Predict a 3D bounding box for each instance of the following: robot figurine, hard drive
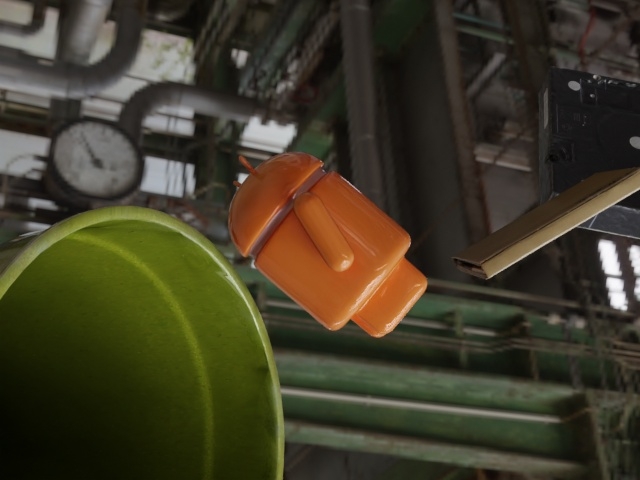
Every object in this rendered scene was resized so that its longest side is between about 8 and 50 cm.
[{"bbox_3d":[0.000,-0.001,1.070,0.128,0.219,0.158,-52,176,28],"label":"robot figurine"},{"bbox_3d":[0.457,-0.100,1.436,0.064,0.338,0.237,103,-5,-52],"label":"hard drive"}]

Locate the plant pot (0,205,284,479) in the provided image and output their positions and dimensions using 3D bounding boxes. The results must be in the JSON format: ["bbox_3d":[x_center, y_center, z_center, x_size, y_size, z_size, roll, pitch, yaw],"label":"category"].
[{"bbox_3d":[-0.278,0.170,0.889,0.353,0.366,0.367,-5,-107,32],"label":"plant pot"}]

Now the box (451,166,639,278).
[{"bbox_3d":[0.246,-0.021,1.190,0.021,0.201,0.164,60,-2,-3],"label":"box"}]
